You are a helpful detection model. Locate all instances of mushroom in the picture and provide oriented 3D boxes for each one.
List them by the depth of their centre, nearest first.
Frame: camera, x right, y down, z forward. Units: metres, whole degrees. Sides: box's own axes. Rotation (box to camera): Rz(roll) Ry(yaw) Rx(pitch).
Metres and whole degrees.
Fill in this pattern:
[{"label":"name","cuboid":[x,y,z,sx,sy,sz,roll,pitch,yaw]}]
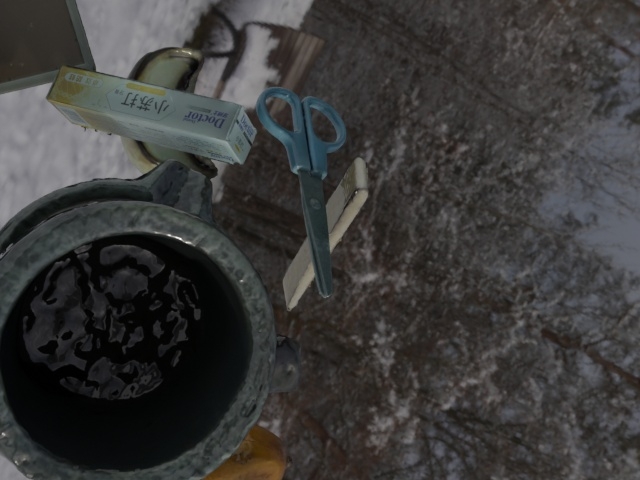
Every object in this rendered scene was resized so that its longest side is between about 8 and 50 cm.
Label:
[{"label":"mushroom","cuboid":[-0.289,-0.210,1.332,0.164,0.189,0.267,-31,-104,57]}]

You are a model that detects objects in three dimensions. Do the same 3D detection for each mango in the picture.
[{"label":"mango","cuboid":[-0.225,0.368,1.125,0.187,0.359,0.144,126,-43,-75]}]

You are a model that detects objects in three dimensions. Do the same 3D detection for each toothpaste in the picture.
[{"label":"toothpaste","cuboid":[-0.253,-0.186,1.065,0.089,0.312,0.071,62,46,-67]}]

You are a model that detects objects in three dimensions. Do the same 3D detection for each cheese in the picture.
[{"label":"cheese","cuboid":[0.002,-0.001,1.365,0.400,0.034,0.085,122,-27,-46]}]

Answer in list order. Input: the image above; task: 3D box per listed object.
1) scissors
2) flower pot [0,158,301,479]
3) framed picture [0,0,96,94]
[{"label":"scissors","cuboid":[-0.016,-0.096,1.286,0.029,0.192,0.447,-44,-136,44]},{"label":"flower pot","cuboid":[-0.177,0.064,0.675,0.299,0.299,0.283,-67,-161,-6]},{"label":"framed picture","cuboid":[-0.519,-0.359,1.155,0.019,0.296,0.232,-55,135,-66]}]
